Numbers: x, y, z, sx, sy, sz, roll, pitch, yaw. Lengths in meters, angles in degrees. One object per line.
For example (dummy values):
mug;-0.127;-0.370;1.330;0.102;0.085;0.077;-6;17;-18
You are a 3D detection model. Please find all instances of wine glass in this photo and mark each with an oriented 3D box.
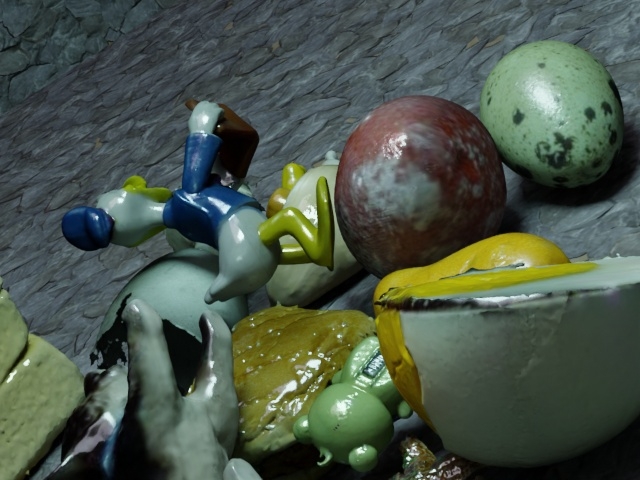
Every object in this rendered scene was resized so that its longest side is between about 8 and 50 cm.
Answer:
wine glass;-0.170;0.078;2.148;0.190;0.190;0.357;-18;30;27

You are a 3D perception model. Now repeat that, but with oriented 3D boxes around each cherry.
cherry;0.121;-0.059;2.028;0.213;0.285;0.236;-16;68;20

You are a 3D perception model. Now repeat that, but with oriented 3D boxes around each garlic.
garlic;0.003;-0.004;2.204;0.245;0.145;0.164;-56;3;-38

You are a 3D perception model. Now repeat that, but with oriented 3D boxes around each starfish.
starfish;0.109;0.260;1.698;0.210;0.053;0.150;-25;38;4

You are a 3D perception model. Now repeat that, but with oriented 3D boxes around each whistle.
whistle;0.062;0.159;1.763;0.105;0.085;0.227;22;56;29

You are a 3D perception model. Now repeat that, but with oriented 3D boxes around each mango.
mango;0.176;0.071;1.877;0.262;0.109;0.157;-13;42;39

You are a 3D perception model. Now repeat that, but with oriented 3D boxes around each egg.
egg;0.298;-0.155;2.068;0.177;0.177;0.228;-31;38;1
egg;0.217;0.122;1.625;0.337;0.201;0.337;-9;6;1

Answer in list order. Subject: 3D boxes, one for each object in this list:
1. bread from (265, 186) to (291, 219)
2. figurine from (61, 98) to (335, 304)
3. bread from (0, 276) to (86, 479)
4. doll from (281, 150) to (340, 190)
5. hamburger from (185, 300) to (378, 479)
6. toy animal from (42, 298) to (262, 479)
bread;-0.031;-0.030;2.361;0.049;0.103;0.062;-50;-14;-54
figurine;-0.158;-0.058;2.032;0.338;0.204;0.283;-8;63;0
bread;-0.578;0.236;2.219;0.371;0.279;0.390;3;40;47
doll;-0.002;-0.096;2.425;0.113;0.071;0.135;-5;31;30
hamburger;-0.032;0.180;1.880;0.211;0.132;0.309;-8;33;43
toy animal;-0.178;0.271;1.711;0.302;0.194;0.344;-46;55;17
